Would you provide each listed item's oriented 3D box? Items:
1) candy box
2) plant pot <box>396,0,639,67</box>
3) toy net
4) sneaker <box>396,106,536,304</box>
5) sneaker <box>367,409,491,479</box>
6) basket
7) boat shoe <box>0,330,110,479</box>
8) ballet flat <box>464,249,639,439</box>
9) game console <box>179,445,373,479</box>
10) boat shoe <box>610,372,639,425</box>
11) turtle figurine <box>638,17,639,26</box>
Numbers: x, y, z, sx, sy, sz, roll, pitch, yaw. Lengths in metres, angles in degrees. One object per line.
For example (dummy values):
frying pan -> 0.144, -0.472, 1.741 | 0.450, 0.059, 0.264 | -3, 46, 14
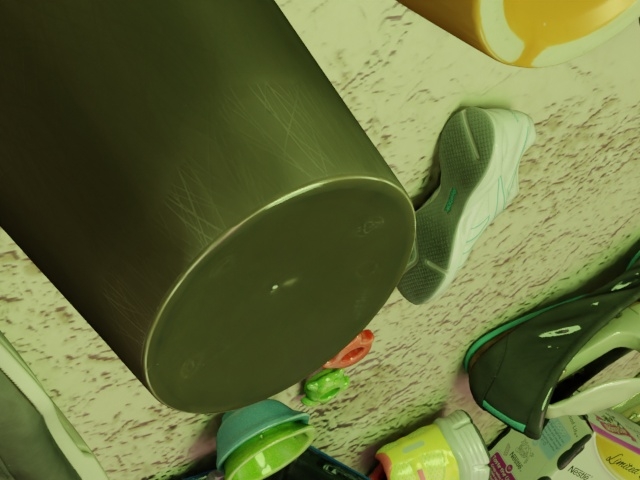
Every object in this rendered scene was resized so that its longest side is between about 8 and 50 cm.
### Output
candy box -> 0.180, 0.241, 1.509 | 0.159, 0.071, 0.233 | 29, 110, -39
plant pot -> 0.064, -0.179, 0.776 | 0.205, 0.188, 0.205 | -27, 147, -20
toy net -> -0.002, 0.077, 1.134 | 0.122, 0.045, 0.232 | -20, 156, -24
sneaker -> 0.094, -0.019, 1.143 | 0.061, 0.053, 0.152 | -11, 138, -43
sneaker -> 0.062, 0.214, 1.397 | 0.094, 0.081, 0.208 | -13, 135, -24
basket -> -0.075, -0.049, 0.759 | 0.154, 0.227, 0.204 | -15, 142, -34
boat shoe -> -0.193, 0.087, 0.922 | 0.095, 0.112, 0.335 | -39, 153, -10
ballet flat -> 0.242, 0.064, 1.362 | 0.280, 0.096, 0.095 | -32, 148, -12
game console -> -0.051, 0.294, 1.289 | 0.173, 0.250, 0.293 | -49, 161, -42
boat shoe -> 0.270, 0.161, 1.561 | 0.153, 0.048, 0.056 | -42, 149, 3
turtle figurine -> 0.205, -0.166, 1.008 | 0.234, 0.118, 0.175 | -13, 153, -21
